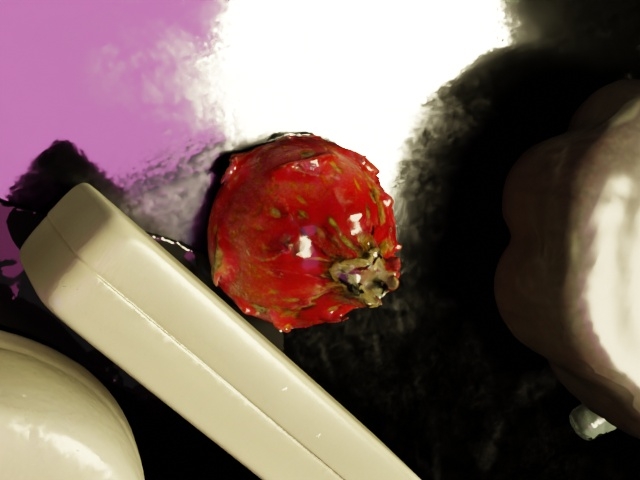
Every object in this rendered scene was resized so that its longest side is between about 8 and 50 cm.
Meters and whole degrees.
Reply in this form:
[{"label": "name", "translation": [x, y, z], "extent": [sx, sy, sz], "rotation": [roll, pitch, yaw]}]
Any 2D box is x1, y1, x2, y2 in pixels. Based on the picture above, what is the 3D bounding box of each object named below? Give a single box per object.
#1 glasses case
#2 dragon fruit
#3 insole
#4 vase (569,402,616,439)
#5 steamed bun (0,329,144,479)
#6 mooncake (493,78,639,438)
[{"label": "glasses case", "translation": [-0.063, 0.092, 0.685], "extent": [0.070, 0.131, 0.313], "rotation": [-48, 117, -6]}, {"label": "dragon fruit", "translation": [0.000, 0.000, 0.703], "extent": [0.153, 0.111, 0.153], "rotation": [-5, 102, -24]}, {"label": "insole", "translation": [-0.176, 0.036, 0.702], "extent": [0.348, 0.009, 0.119], "rotation": [20, 96, -26]}, {"label": "vase", "translation": [0.313, 0.115, 0.892], "extent": [0.211, 0.060, 0.060], "rotation": [-30, 115, -11]}, {"label": "steamed bun", "translation": [-0.224, 0.149, 0.638], "extent": [0.241, 0.146, 0.164], "rotation": [15, 103, -24]}, {"label": "mooncake", "translation": [0.288, 0.016, 0.774], "extent": [0.306, 0.154, 0.306], "rotation": [-1, 94, -15]}]
